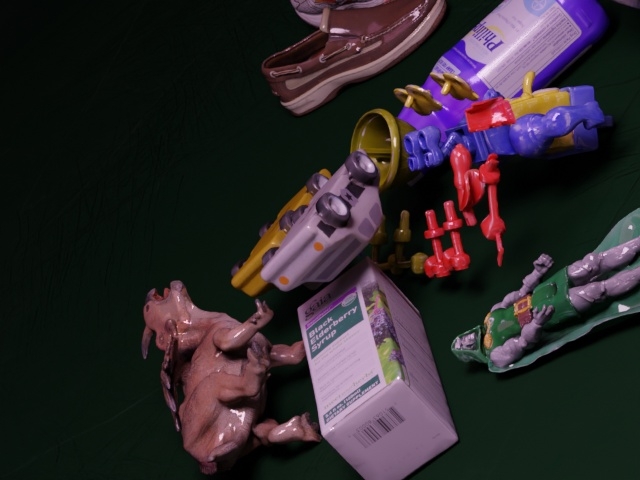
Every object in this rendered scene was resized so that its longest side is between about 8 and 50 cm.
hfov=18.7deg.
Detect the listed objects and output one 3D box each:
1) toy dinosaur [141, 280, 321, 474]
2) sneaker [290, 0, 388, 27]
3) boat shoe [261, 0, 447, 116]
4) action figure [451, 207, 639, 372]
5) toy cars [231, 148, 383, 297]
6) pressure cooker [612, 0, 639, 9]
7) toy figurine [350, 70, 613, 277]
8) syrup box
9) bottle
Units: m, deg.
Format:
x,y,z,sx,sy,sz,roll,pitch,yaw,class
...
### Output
x,y,z,sx,sy,sz,roll,pitch,yaw,class
-0.104,0.160,1.989,0.200,0.127,0.296,-30,33,26,toy dinosaur
0.029,-0.347,2.604,0.225,0.093,0.088,-3,46,55,sneaker
0.035,-0.252,2.445,0.257,0.095,0.095,-32,27,23,boat shoe
0.213,0.056,1.756,0.232,0.063,0.137,-33,30,29,action figure
0.000,0.000,1.993,0.176,0.087,0.393,-49,5,-9,toy cars
0.357,-0.435,1.929,0.370,0.375,0.420,-27,29,26,pressure cooker
0.189,-0.078,1.955,0.217,0.191,0.362,-13,-1,-18,toy figurine
0.050,0.123,1.845,0.093,0.096,0.237,-37,27,12,syrup box
0.180,-0.177,2.117,0.283,0.092,0.118,-42,23,4,bottle
